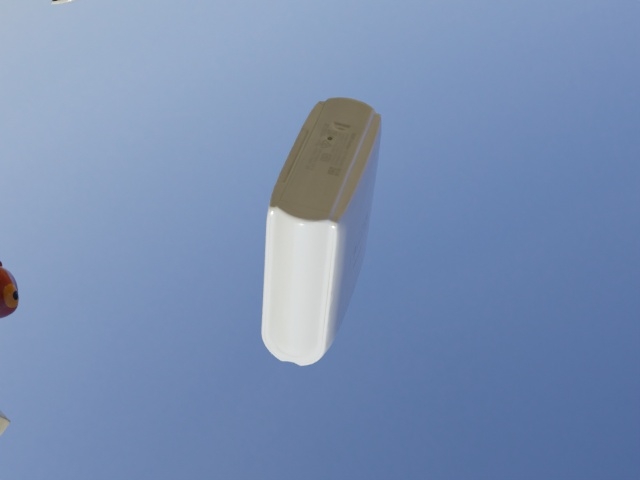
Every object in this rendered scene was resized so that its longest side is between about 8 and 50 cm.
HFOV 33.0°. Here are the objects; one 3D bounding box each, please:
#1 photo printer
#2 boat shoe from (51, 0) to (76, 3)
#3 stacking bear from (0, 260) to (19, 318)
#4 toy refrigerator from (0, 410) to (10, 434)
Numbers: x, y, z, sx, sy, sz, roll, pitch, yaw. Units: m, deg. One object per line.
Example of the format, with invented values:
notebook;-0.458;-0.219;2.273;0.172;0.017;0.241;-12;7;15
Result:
photo printer;0.000;0.000;1.460;0.107;0.307;0.256;14;-136;8
boat shoe;-0.300;-0.342;1.421;0.125;0.038;0.046;-14;-164;15
stacking bear;-0.681;0.137;2.035;0.164;0.175;0.289;-2;-158;27
toy refrigerator;-0.714;0.408;2.011;0.094;0.102;0.269;30;-99;40
